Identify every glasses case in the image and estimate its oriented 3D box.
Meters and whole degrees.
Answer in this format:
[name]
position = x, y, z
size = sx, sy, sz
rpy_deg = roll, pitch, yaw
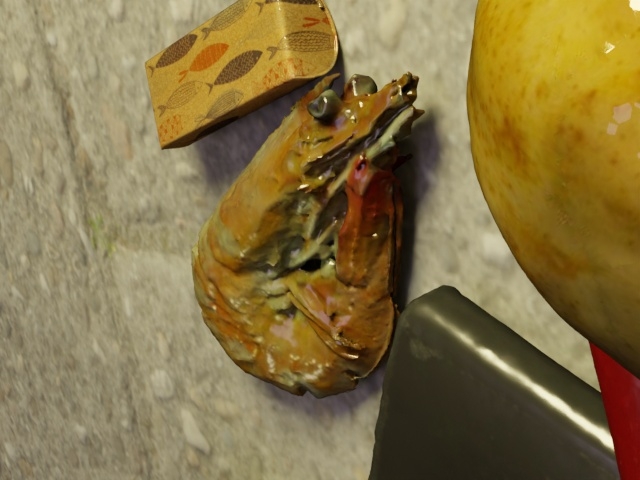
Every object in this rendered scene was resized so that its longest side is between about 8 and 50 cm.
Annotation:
[glasses case]
position = -0.054, -0.110, 0.829
size = 0.170, 0.041, 0.064
rpy_deg = -19, 81, 54

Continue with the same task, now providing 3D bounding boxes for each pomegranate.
[pomegranate]
position = 0.163, -0.047, 0.438
size = 0.233, 0.233, 0.233
rpy_deg = 27, 127, 42

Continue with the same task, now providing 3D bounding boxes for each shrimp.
[shrimp]
position = 0.001, -0.001, 0.806
size = 0.154, 0.062, 0.294
rpy_deg = 43, 141, 12

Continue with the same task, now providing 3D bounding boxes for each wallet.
[wallet]
position = 0.183, 0.207, 0.675
size = 0.406, 0.062, 0.228
rpy_deg = 34, 132, 36

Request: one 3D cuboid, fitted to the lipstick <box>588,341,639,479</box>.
[lipstick]
position = 0.159, 0.063, 0.568
size = 0.080, 0.080, 0.241
rpy_deg = -28, 70, 54
